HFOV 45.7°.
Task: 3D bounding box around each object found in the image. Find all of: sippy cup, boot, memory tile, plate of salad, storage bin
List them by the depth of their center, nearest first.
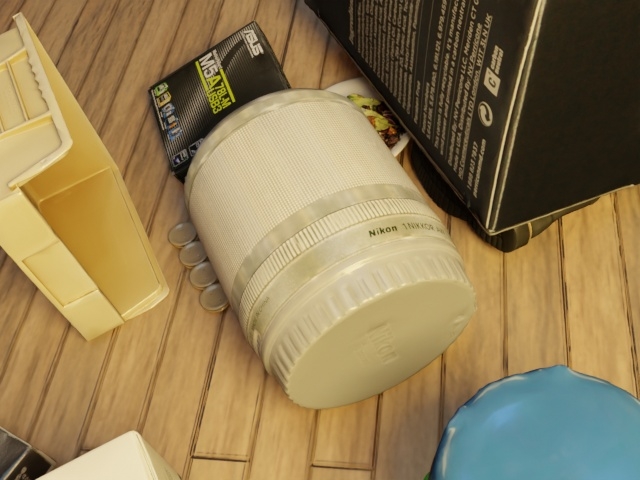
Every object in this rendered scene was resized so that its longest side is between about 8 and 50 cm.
[{"bbox_3d":[0.174,0.214,0.573,0.240,0.224,0.305,20,60,24],"label":"sippy cup"},{"bbox_3d":[-0.300,-0.062,0.853,0.123,0.262,0.260,-27,53,-7],"label":"storage bin"},{"bbox_3d":[0.211,-0.075,0.888,0.137,0.076,0.198,-23,53,-21],"label":"boot"},{"bbox_3d":[-0.111,0.014,0.914,0.113,0.012,0.148,-27,53,-8],"label":"memory tile"},{"bbox_3d":[0.026,-0.145,0.961,0.200,0.048,0.199,-16,46,17],"label":"plate of salad"}]

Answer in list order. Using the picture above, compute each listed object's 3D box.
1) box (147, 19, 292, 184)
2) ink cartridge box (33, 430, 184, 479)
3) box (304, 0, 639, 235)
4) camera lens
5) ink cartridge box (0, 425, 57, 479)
[{"bbox_3d":[-0.131,-0.186,1.020,0.184,0.045,0.190,-31,51,10],"label":"box"},{"bbox_3d":[-0.166,0.269,0.595,0.172,0.237,0.100,-27,53,-8],"label":"ink cartridge box"},{"bbox_3d":[0.285,-0.323,0.861,0.480,0.297,0.471,-19,50,-15],"label":"box"},{"bbox_3d":[0.000,0.000,0.765,0.219,0.219,0.274,-25,57,-7],"label":"camera lens"},{"bbox_3d":[-0.472,0.279,0.751,0.307,0.072,0.303,19,60,26],"label":"ink cartridge box"}]
